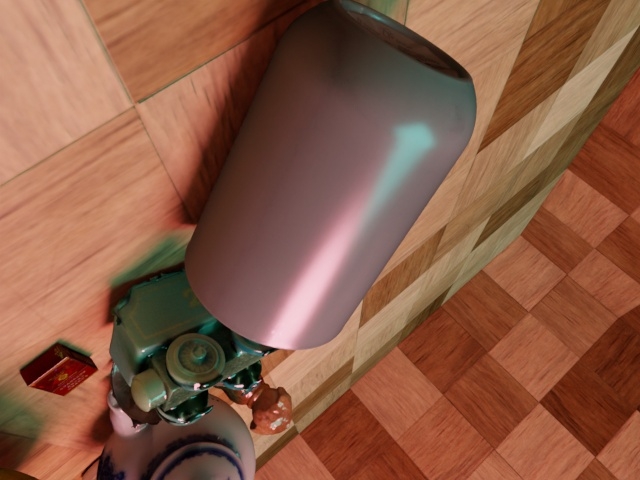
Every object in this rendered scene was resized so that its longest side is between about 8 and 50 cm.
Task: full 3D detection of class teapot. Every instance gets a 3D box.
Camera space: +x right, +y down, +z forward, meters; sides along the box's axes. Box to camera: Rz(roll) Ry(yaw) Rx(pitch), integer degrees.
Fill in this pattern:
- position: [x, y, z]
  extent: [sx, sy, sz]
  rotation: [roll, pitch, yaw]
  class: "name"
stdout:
- position: [-0.216, 0.380, 0.818]
  extent: [0.252, 0.424, 0.280]
  rotation: [-38, -160, -24]
  class: "teapot"

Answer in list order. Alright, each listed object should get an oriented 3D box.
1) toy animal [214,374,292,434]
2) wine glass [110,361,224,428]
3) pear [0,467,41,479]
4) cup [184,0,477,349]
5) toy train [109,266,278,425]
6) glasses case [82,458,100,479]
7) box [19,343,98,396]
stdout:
- position: [-0.130, 0.265, 0.915]
  extent: [0.104, 0.185, 0.184]
  rotation: [-37, 158, -14]
  class: "toy animal"
- position: [-0.203, 0.188, 0.753]
  extent: [0.122, 0.122, 0.183]
  rotation: [-48, 164, 10]
  class: "wine glass"
- position: [-0.435, 0.365, 0.538]
  extent: [0.340, 0.191, 0.386]
  rotation: [-49, 158, 3]
  class: "pear"
- position: [0.007, -0.061, 0.525]
  extent: [0.205, 0.205, 0.312]
  rotation: [-16, 145, -51]
  class: "cup"
- position: [-0.149, 0.117, 0.629]
  extent: [0.203, 0.163, 0.112]
  rotation: [-20, 149, -43]
  class: "toy train"
- position: [-0.373, 0.442, 0.994]
  extent: [0.083, 0.050, 0.196]
  rotation: [-47, 159, 1]
  class: "glasses case"
- position: [-0.309, 0.156, 0.609]
  extent: [0.051, 0.023, 0.082]
  rotation: [-40, 159, -14]
  class: "box"
